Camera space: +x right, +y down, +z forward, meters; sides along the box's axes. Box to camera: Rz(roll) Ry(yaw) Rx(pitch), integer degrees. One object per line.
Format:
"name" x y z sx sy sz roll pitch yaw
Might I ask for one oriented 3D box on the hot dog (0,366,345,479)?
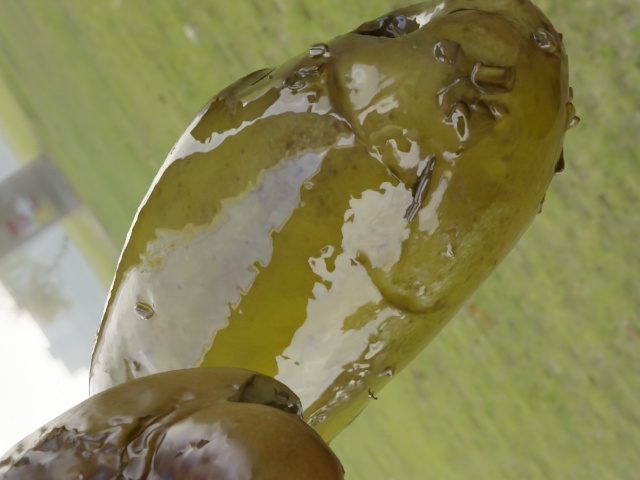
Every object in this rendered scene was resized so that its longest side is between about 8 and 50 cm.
"hot dog" -0.048 0.087 0.356 0.090 0.140 0.060 39 178 44

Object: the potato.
"potato" 0.000 0.000 0.831 0.173 0.300 0.140 19 -150 -42
